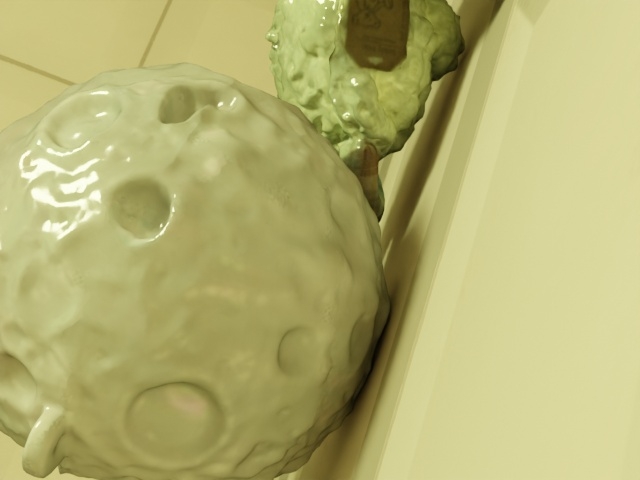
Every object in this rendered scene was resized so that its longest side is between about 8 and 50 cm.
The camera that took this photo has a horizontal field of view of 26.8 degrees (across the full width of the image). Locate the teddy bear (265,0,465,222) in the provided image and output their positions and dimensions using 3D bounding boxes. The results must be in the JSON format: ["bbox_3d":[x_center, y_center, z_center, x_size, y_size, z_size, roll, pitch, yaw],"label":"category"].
[{"bbox_3d":[0.089,-0.233,1.174,0.375,0.362,0.327,-32,17,-15],"label":"teddy bear"}]

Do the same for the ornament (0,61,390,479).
[{"bbox_3d":[-0.110,0.024,1.012,0.337,0.337,0.337,-159,90,-87],"label":"ornament"}]
